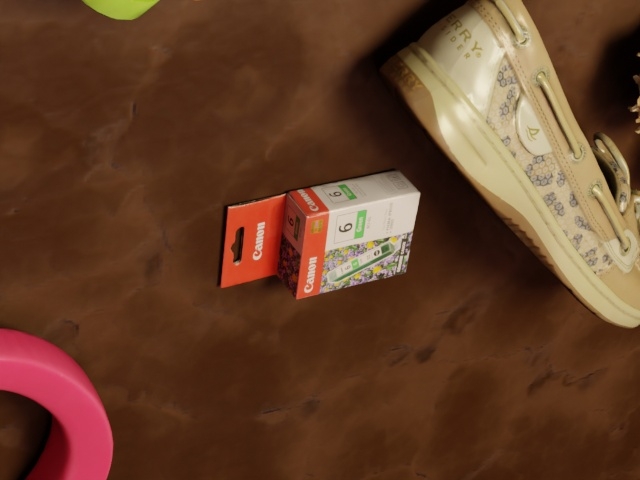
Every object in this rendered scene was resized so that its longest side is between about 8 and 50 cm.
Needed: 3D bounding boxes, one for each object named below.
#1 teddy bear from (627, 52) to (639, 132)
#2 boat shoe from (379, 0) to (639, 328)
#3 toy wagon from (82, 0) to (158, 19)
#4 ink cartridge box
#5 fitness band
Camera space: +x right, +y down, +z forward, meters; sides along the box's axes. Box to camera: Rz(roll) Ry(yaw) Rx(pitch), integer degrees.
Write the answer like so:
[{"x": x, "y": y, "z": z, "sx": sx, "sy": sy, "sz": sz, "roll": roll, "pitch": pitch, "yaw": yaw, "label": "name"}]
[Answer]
[{"x": 0.353, "y": -0.125, "z": 0.839, "sx": 0.338, "sy": 0.113, "sz": 0.245, "roll": -18, "pitch": 130, "yaw": 6, "label": "teddy bear"}, {"x": 0.146, "y": -0.039, "z": 0.831, "sx": 0.089, "sy": 0.104, "sz": 0.285, "roll": -43, "pitch": 136, "yaw": 7, "label": "boat shoe"}, {"x": -0.081, "y": -0.196, "z": 0.489, "sx": 0.344, "sy": 0.068, "sz": 0.267, "roll": 17, "pitch": 143, "yaw": -41, "label": "toy wagon"}, {"x": 0.000, "y": 0.000, "z": 0.817, "sx": 0.115, "sy": 0.029, "sz": 0.063, "roll": -13, "pitch": 131, "yaw": -26, "label": "ink cartridge box"}, {"x": -0.253, "y": 0.154, "z": 0.761, "sx": 0.291, "sy": 0.054, "sz": 0.209, "roll": -36, "pitch": 139, "yaw": -3, "label": "fitness band"}]
